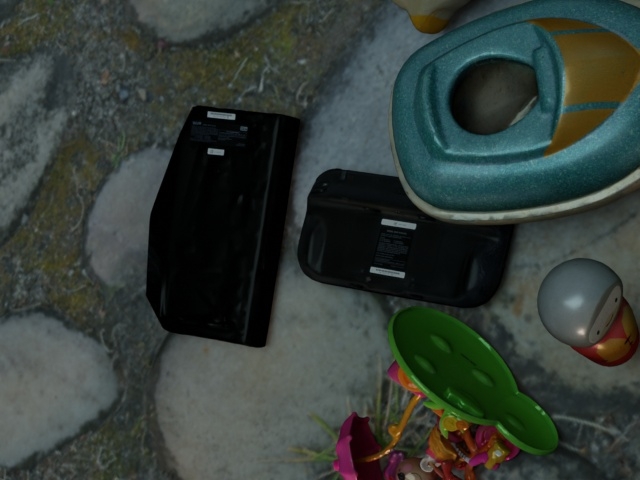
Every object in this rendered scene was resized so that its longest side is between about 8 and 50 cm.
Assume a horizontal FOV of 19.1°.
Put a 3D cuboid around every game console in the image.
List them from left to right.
[{"bbox_3d":[0.000,0.000,1.699,0.361,0.044,0.213,9,90,31],"label":"game console"}]

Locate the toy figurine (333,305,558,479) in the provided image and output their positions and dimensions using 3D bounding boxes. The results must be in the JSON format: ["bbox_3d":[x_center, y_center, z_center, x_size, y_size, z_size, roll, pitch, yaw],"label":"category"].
[{"bbox_3d":[0.088,0.169,1.607,0.173,0.130,0.159,38,119,3],"label":"toy figurine"}]

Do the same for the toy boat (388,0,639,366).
[{"bbox_3d":[0.189,-0.056,1.509,0.267,0.148,0.318,-18,67,15],"label":"toy boat"}]

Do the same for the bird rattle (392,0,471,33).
[{"bbox_3d":[0.104,-0.297,1.633,0.207,0.143,0.253,-51,59,33],"label":"bird rattle"}]
